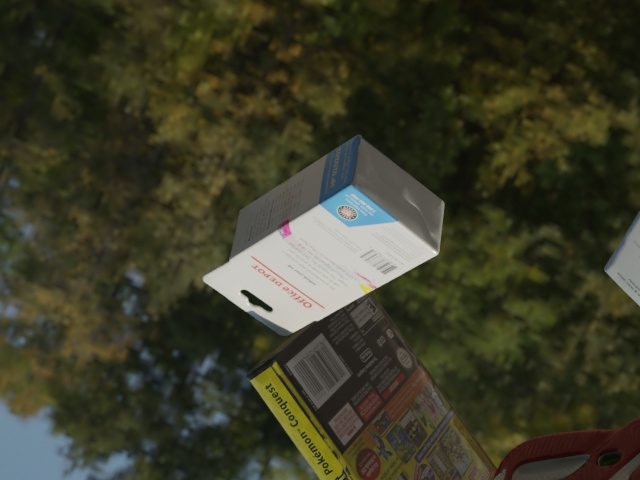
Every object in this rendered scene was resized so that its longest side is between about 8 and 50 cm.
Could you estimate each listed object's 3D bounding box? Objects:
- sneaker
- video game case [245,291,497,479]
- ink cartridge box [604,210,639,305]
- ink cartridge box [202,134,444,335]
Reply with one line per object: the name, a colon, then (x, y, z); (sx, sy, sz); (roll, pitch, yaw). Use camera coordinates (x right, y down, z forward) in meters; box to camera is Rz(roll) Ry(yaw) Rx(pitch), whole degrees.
sneaker: (0.232, 0.174, 1.000); (0.221, 0.087, 0.128); (-8, 133, 37)
video game case: (0.060, 0.177, 1.447); (0.248, 0.035, 0.275); (54, -157, 0)
ink cartridge box: (0.284, -0.034, 1.063); (0.127, 0.175, 0.072); (-33, -112, -31)
ink cartridge box: (0.000, 0.000, 1.294); (0.104, 0.181, 0.061); (37, -139, -28)
